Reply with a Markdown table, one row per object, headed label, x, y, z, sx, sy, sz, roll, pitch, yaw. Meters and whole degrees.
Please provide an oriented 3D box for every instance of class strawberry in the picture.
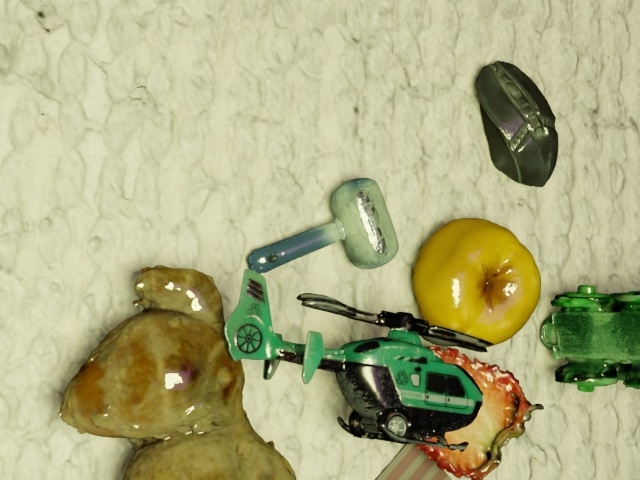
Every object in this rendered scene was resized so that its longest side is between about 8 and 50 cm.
| label | x | y | z | sx | sy | sz | roll | pitch | yaw |
| --- | --- | --- | --- | --- | --- | --- | --- | --- | --- |
| strawberry | 0.166 | 0.209 | 1.166 | 0.208 | 0.087 | 0.167 | 43 | 68 | 3 |

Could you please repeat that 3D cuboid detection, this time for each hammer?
| label | x | y | z | sx | sy | sz | roll | pitch | yaw |
| --- | --- | --- | --- | --- | --- | --- | --- | --- | --- |
| hammer | 0.000 | 0.000 | 1.115 | 0.194 | 0.069 | 0.116 | -21 | 95 | -18 |

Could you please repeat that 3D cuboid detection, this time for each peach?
| label | x | y | z | sx | sy | sz | roll | pitch | yaw |
| --- | --- | --- | --- | --- | --- | --- | --- | --- | --- |
| peach | 0.206 | 0.060 | 1.182 | 0.179 | 0.103 | 0.179 | 2 | 85 | -22 |

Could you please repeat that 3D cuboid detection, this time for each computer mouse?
| label | x | y | z | sx | sy | sz | roll | pitch | yaw |
| --- | --- | --- | --- | --- | --- | --- | --- | --- | --- |
| computer mouse | 0.284 | -0.164 | 1.262 | 0.106 | 0.062 | 0.192 | -27 | 99 | -25 |

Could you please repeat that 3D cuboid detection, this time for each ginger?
| label | x | y | z | sx | sy | sz | roll | pitch | yaw |
| --- | --- | --- | --- | --- | --- | --- | --- | --- | --- |
| ginger | -0.153 | 0.212 | 0.959 | 0.256 | 0.176 | 0.375 | -8 | 87 | -22 |

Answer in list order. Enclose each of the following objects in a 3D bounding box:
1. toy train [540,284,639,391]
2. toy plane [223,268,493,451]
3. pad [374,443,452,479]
| label | x | y | z | sx | sy | sz | roll | pitch | yaw |
| --- | --- | --- | --- | --- | --- | --- | --- | --- | --- |
| toy train | 0.431 | 0.131 | 1.198 | 0.202 | 0.266 | 0.145 | 3 | 84 | -33 |
| toy plane | 0.059 | 0.146 | 1.017 | 0.382 | 0.106 | 0.155 | 15 | 75 | -28 |
| pad | 0.151 | 0.431 | 1.175 | 0.202 | 0.005 | 0.299 | -44 | 104 | -22 |
